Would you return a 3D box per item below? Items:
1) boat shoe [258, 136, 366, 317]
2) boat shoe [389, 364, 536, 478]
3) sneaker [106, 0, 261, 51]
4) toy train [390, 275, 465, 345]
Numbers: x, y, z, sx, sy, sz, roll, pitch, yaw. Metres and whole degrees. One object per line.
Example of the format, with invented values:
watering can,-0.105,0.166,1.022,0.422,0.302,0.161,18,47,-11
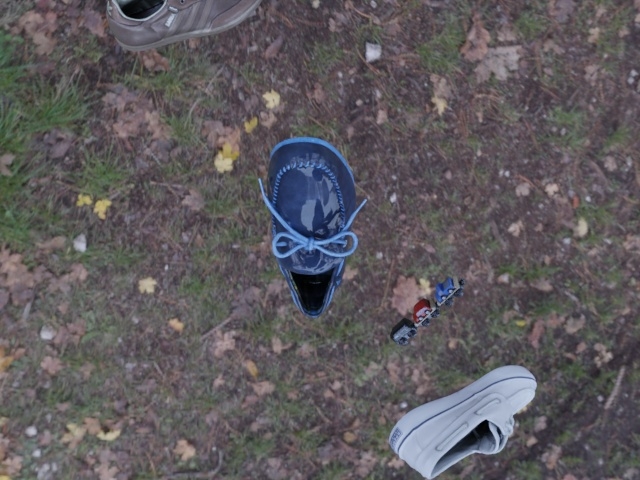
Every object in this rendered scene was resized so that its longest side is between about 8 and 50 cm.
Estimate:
boat shoe,0.000,0.000,0.666,0.108,0.089,0.258,-3,146,9
boat shoe,0.214,0.250,0.842,0.258,0.084,0.095,-17,130,-29
sneaker,-0.151,-0.276,0.713,0.188,0.066,0.071,-26,163,-9
toy train,0.157,0.105,0.934,0.036,0.027,0.158,28,125,-19
